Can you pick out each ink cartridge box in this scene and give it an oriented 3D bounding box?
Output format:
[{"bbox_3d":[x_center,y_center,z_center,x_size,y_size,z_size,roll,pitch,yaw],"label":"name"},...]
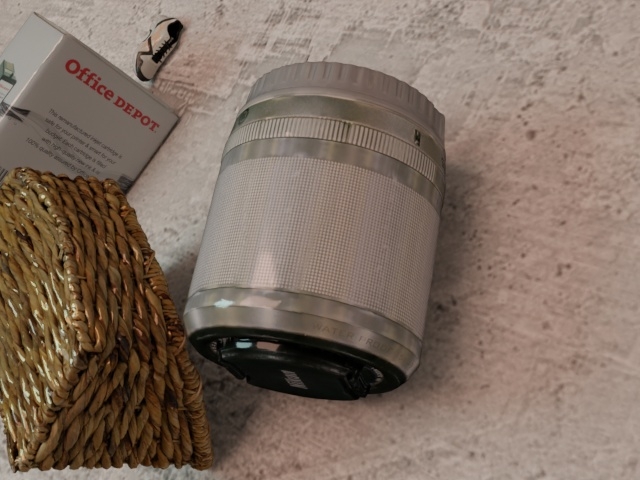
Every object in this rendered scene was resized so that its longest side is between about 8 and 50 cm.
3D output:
[{"bbox_3d":[-0.363,-0.119,1.200,0.289,0.211,0.121,-53,46,0],"label":"ink cartridge box"}]

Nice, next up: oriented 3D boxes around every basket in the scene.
[{"bbox_3d":[-0.212,0.068,0.944,0.213,0.223,0.299,-59,43,24],"label":"basket"}]

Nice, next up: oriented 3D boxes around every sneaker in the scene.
[{"bbox_3d":[-0.234,-0.278,1.300,0.044,0.040,0.109,11,74,38],"label":"sneaker"}]

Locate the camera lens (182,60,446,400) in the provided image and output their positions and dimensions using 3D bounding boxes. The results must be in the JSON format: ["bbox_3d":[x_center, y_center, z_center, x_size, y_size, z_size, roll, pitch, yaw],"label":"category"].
[{"bbox_3d":[0.000,0.000,0.855,0.219,0.219,0.274,-4,65,35],"label":"camera lens"}]
